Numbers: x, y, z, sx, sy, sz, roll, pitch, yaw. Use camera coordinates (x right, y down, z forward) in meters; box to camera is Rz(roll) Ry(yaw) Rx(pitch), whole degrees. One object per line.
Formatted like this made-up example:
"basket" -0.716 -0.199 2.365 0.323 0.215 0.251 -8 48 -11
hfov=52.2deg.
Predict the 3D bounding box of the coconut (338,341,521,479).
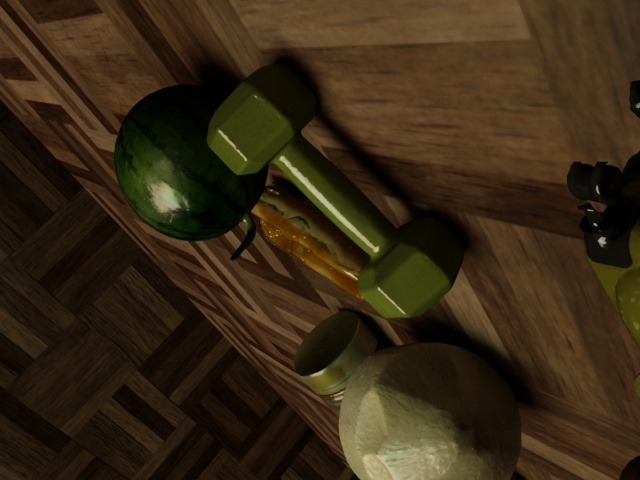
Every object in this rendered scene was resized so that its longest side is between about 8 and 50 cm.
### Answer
"coconut" 0.154 0.259 0.917 0.237 0.237 0.266 45 166 -8

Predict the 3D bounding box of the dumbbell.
"dumbbell" 0.018 -0.046 0.691 0.302 0.121 0.108 43 134 -7

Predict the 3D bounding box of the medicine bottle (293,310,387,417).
"medicine bottle" 0.107 0.291 1.205 0.322 0.151 0.151 49 161 -21

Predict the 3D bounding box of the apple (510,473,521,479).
"apple" 0.338 0.494 1.277 0.126 0.102 0.126 31 157 15

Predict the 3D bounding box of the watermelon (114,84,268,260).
"watermelon" -0.148 -0.088 0.809 0.215 0.188 0.188 40 162 0

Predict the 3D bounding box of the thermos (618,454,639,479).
"thermos" 0.410 0.268 0.641 0.232 0.099 0.124 143 115 -70

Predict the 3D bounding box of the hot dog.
"hot dog" 0.000 0.000 0.895 0.269 0.072 0.109 32 161 33

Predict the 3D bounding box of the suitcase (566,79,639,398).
"suitcase" 0.255 0.034 0.331 0.235 0.143 0.194 50 160 -26
